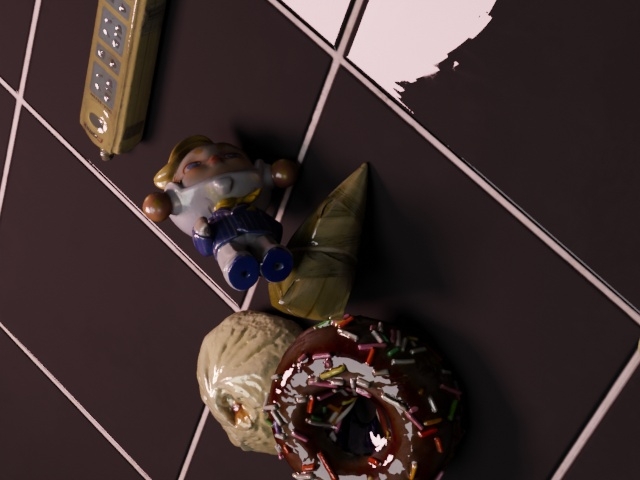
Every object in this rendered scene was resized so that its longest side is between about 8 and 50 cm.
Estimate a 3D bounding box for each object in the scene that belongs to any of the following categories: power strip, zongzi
[{"bbox_3d":[-0.268,-0.253,2.216,0.092,0.066,0.387,41,139,25],"label":"power strip"},{"bbox_3d":[0.001,0.000,2.096,0.094,0.204,0.205,18,176,-10],"label":"zongzi"}]

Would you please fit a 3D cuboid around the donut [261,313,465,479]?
[{"bbox_3d":[0.051,0.224,2.091,0.270,0.103,0.269,9,113,22],"label":"donut"}]

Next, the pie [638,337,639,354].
[{"bbox_3d":[0.383,0.122,1.788,0.084,0.021,0.084,26,128,38],"label":"pie"}]

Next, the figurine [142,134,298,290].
[{"bbox_3d":[-0.104,-0.034,2.081,0.274,0.194,0.133,32,143,40],"label":"figurine"}]

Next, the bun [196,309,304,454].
[{"bbox_3d":[-0.083,0.210,2.259,0.220,0.134,0.220,22,127,33],"label":"bun"}]
